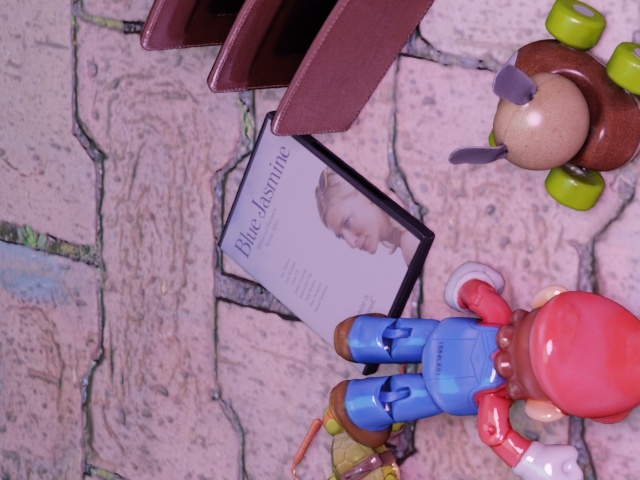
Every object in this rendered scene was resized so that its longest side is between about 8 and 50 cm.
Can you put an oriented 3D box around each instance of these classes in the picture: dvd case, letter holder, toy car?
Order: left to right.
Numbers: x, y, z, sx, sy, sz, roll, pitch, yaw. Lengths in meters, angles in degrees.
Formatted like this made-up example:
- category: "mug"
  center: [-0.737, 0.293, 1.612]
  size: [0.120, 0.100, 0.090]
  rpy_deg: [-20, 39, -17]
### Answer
- category: "letter holder"
  center: [-0.014, -0.257, 1.583]
  size: [0.152, 0.214, 0.302]
  rpy_deg: [52, 128, 24]
- category: "dvd case"
  center: [0.000, 0.000, 1.747]
  size: [0.253, 0.022, 0.180]
  rpy_deg: [40, 122, 32]
- category: "toy car"
  center: [0.185, -0.115, 1.437]
  size: [0.149, 0.188, 0.155]
  rpy_deg: [42, 123, 30]

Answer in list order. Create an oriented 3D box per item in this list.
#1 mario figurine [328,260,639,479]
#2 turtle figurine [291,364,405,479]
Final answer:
- category: "mario figurine"
  center: [0.175, 0.130, 1.538]
  size: [0.320, 0.170, 0.198]
  rpy_deg: [-6, 106, 36]
- category: "turtle figurine"
  center: [0.063, 0.239, 1.683]
  size: [0.269, 0.087, 0.217]
  rpy_deg: [-49, 64, 37]
